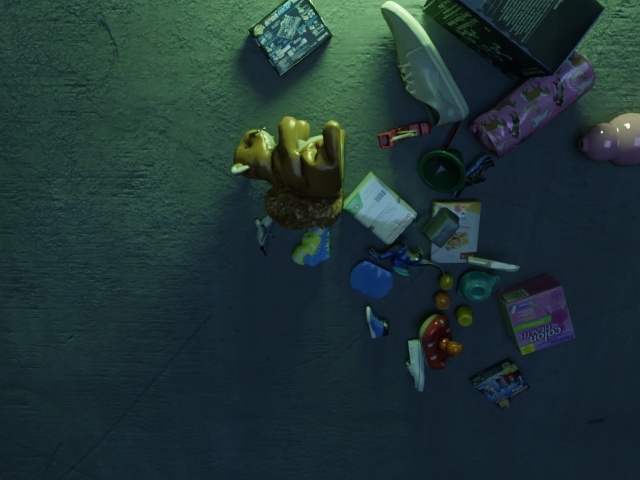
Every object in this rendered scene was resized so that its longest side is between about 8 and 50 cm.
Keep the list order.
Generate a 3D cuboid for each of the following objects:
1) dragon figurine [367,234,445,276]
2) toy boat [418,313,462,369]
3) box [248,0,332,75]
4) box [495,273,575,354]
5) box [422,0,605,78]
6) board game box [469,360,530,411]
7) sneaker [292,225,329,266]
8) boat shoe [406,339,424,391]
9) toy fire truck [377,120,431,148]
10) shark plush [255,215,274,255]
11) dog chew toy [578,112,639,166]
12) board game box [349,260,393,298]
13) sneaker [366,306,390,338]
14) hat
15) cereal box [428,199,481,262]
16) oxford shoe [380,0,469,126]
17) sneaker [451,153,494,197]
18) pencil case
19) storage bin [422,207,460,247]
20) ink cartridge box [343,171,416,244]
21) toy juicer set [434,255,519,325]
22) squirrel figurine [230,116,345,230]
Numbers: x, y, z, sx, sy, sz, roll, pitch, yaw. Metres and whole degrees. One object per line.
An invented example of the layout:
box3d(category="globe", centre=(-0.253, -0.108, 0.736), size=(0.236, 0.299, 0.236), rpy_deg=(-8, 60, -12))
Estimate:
box3d(category="dragon figurine", centre=(0.319, 0.080, 1.625), size=(0.289, 0.085, 0.144), rpy_deg=(32, 111, -5))
box3d(category="toy boat", centre=(0.488, 0.406, 1.682), size=(0.151, 0.151, 0.231), rpy_deg=(-29, 112, -31))
box3d(category="box", centre=(-0.097, -0.677, 1.398), size=(0.220, 0.051, 0.175), rpy_deg=(-35, 105, 11))
box3d(category="box", centre=(0.840, 0.290, 1.678), size=(0.213, 0.117, 0.243), rpy_deg=(-21, 107, 7))
box3d(category="box", centre=(0.544, -0.684, 1.265), size=(0.395, 0.293, 0.212), rpy_deg=(32, 106, -9))
box3d(category="board game box", centre=(0.772, 0.623, 1.819), size=(0.194, 0.060, 0.194), rpy_deg=(-33, 106, 10))
box3d(category="sneaker", centre=(0.000, 0.000, 1.617), size=(0.126, 0.091, 0.240), rpy_deg=(30, 106, -28))
box3d(category="boat shoe", centre=(0.395, 0.517, 1.785), size=(0.075, 0.083, 0.226), rpy_deg=(1, 97, 11))
box3d(category="toy fire truck", centre=(0.288, -0.363, 1.455), size=(0.192, 0.135, 0.047), rpy_deg=(-12, 108, 5))
box3d(category="shark plush", centre=(-0.202, -0.015, 1.620), size=(0.067, 0.073, 0.161), rpy_deg=(-8, 106, -29))
box3d(category="dog chew toy", centre=(1.052, -0.337, 1.432), size=(0.331, 0.206, 0.207), rpy_deg=(-4, 108, 9))
box3d(category="board game box", centre=(0.199, 0.151, 1.683), size=(0.168, 0.033, 0.133), rpy_deg=(26, 112, -3))
box3d(category="sneaker", centre=(0.234, 0.325, 1.723), size=(0.084, 0.058, 0.152), rpy_deg=(-11, 112, 10))
box3d(category="hat", centre=(0.473, -0.300, 1.532), size=(0.173, 0.183, 0.208), rpy_deg=(38, 149, 1))
box3d(category="cereal box", centre=(0.503, -0.033, 1.609), size=(0.173, 0.047, 0.240), rpy_deg=(-2, 108, 3))
box3d(category="oxford shoe", centre=(0.318, -0.552, 1.383), size=(0.130, 0.169, 0.449), rpy_deg=(-35, 110, 13))
box3d(category="sneaker", centre=(0.548, -0.223, 1.536), size=(0.078, 0.067, 0.188), rpy_deg=(41, 101, -6))
box3d(category="pencil case", centre=(0.690, -0.446, 1.416), size=(0.386, 0.160, 0.167), rpy_deg=(-40, 71, 13))
box3d(category="storage bin", centre=(0.444, -0.035, 1.538), size=(0.098, 0.091, 0.135), rpy_deg=(35, 109, -6))
box3d(category="ink cartridge box", centre=(0.215, -0.116, 1.560), size=(0.219, 0.092, 0.160), rpy_deg=(39, 105, -12))
box3d(category="toy juicer set", centre=(0.574, 0.162, 1.657), size=(0.209, 0.089, 0.329), rpy_deg=(30, 116, 0))
box3d(category="squirrel figurine", centre=(-0.108, -0.212, 1.445), size=(0.370, 0.281, 0.397), rpy_deg=(1, 106, 7))
